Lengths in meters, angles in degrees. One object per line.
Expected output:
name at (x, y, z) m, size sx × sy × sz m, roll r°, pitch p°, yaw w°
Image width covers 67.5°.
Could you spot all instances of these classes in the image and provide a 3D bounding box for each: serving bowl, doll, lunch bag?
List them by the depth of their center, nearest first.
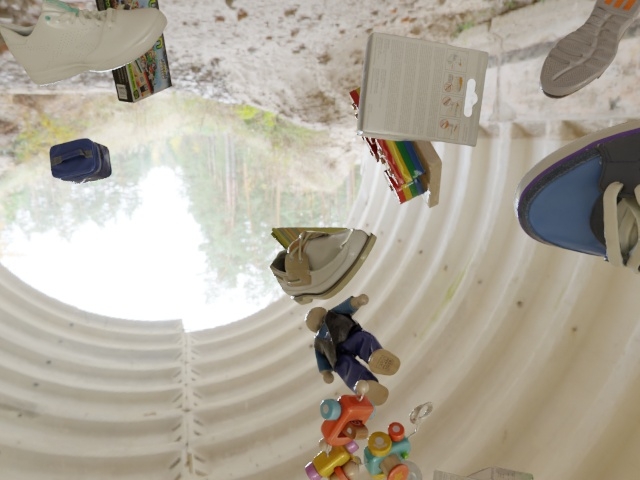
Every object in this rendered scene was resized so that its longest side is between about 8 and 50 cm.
doll at (0.032, 0.128, 0.609) m, size 0.046 × 0.129 × 0.189 m, roll 19°, pitch -177°, yaw -26°
lunch bag at (-0.428, -0.142, 0.858) m, size 0.099 × 0.067 × 0.065 m, roll -12°, pitch 176°, yaw 9°
serving bowl at (0.197, 0.541, 1.086) m, size 0.083 × 0.083 × 0.027 m, roll -6°, pitch 164°, yaw -22°

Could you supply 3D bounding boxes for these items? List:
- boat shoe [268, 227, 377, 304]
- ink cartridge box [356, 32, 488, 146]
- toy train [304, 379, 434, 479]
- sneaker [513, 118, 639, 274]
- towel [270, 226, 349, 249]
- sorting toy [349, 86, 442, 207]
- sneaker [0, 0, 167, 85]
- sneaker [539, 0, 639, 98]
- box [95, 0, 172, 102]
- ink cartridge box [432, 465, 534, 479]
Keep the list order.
boat shoe at (-0.013, 0.040, 0.858) m, size 0.113 × 0.103 × 0.302 m, roll -57°, pitch -170°, yaw -31°
ink cartridge box at (0.150, -0.220, 0.713) m, size 0.179 × 0.145 × 0.045 m, roll 5°, pitch -176°, yaw -12°
toy train at (0.055, 0.205, 0.481) m, size 0.166 × 0.125 × 0.046 m, roll 21°, pitch -161°, yaw -39°
sneaker at (0.307, 0.002, 0.352) m, size 0.323 × 0.130 × 0.236 m, roll -4°, pitch -148°, yaw 29°
towel at (0.000, 0.000, 1.184) m, size 0.237 × 0.021 × 0.102 m, roll -2°, pitch -146°, yaw -37°
sorting toy at (0.159, -0.202, 1.040) m, size 0.089 × 0.255 × 0.257 m, roll -27°, pitch 162°, yaw 4°
sneaker at (-0.309, -0.272, 0.618) m, size 0.212 × 0.094 × 0.080 m, roll -15°, pitch -130°, yaw 8°
sneaker at (0.620, -0.415, 1.118) m, size 0.125 × 0.321 × 0.180 m, roll 40°, pitch 172°, yaw 24°
box at (-0.321, -0.357, 0.828) m, size 0.036 × 0.206 × 0.114 m, roll 13°, pitch -143°, yaw 18°
ink cartridge box at (0.392, 0.621, 1.180) m, size 0.225 × 0.180 × 0.056 m, roll 7°, pitch -145°, yaw 19°
